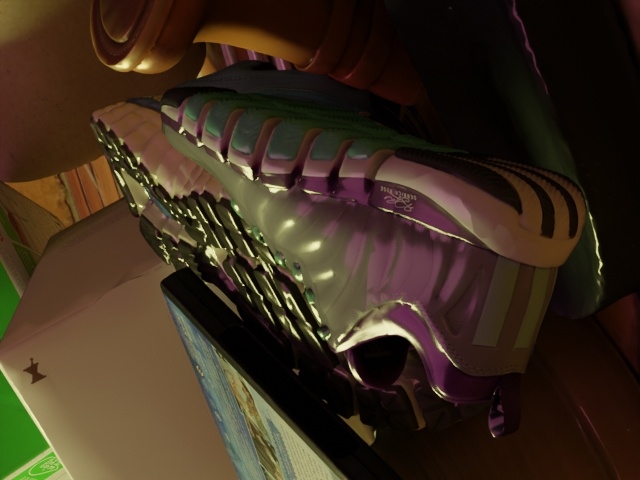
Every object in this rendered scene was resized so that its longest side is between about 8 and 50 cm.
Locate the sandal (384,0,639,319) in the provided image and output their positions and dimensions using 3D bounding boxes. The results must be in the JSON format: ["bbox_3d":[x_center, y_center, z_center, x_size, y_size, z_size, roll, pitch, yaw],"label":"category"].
[{"bbox_3d":[0.007,-0.170,0.607,0.167,0.107,0.445,147,100,-78],"label":"sandal"}]

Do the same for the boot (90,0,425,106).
[{"bbox_3d":[-0.016,-0.103,0.699,0.152,0.073,0.197,35,-147,-18],"label":"boot"}]

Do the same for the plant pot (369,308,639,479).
[{"bbox_3d":[0.093,0.138,0.775,0.237,0.110,0.237,159,90,-78],"label":"plant pot"}]

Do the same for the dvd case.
[{"bbox_3d":[0.007,0.136,0.762,0.253,0.022,0.180,40,154,50],"label":"dvd case"}]

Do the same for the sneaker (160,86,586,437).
[{"bbox_3d":[0.000,0.000,0.600,0.224,0.083,0.098,22,105,51],"label":"sneaker"}]

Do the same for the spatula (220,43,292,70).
[{"bbox_3d":[-0.062,-0.190,1.096,0.168,0.019,0.242,33,144,60],"label":"spatula"}]

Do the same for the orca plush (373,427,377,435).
[{"bbox_3d":[0.049,0.225,1.127,0.151,0.102,0.287,-126,18,-49],"label":"orca plush"}]

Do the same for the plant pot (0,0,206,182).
[{"bbox_3d":[-0.256,-0.230,1.247,0.305,0.334,0.334,62,172,-29],"label":"plant pot"}]

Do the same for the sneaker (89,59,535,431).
[{"bbox_3d":[0.007,-0.026,0.775,0.330,0.147,0.129,38,157,51],"label":"sneaker"}]

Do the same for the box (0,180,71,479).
[{"bbox_3d":[-0.240,0.081,1.205,0.262,0.127,0.231,57,-176,19],"label":"box"}]

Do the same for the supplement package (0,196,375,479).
[{"bbox_3d":[-0.085,0.065,1.050,0.175,0.177,0.293,61,-176,-13],"label":"supplement package"}]
